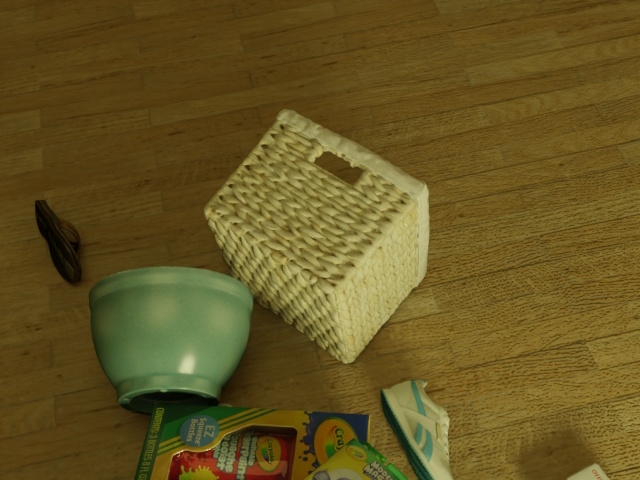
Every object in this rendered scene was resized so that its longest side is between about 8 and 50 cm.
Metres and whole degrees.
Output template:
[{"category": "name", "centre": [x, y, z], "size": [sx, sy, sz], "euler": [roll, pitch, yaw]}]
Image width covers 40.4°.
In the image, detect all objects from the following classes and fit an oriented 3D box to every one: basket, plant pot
[{"category": "basket", "centre": [0.000, 0.000, 1.612], "size": [0.328, 0.331, 0.266], "euler": [32, 69, 22]}, {"category": "plant pot", "centre": [-0.262, 0.193, 1.523], "size": [0.292, 0.293, 0.196], "euler": [-4, 64, 1]}]

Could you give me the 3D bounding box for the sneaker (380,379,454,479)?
[{"category": "sneaker", "centre": [0.188, 0.342, 1.506], "size": [0.092, 0.087, 0.229], "euler": [-19, 59, -12]}]

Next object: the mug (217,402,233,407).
[{"category": "mug", "centre": [-0.177, 0.326, 1.548], "size": [0.062, 0.064, 0.078], "euler": [37, 65, 24]}]

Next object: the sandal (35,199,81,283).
[{"category": "sandal", "centre": [-0.532, -0.006, 1.796], "size": [0.060, 0.090, 0.219], "euler": [-13, 46, -32]}]

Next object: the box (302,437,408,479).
[{"category": "box", "centre": [0.040, 0.374, 1.297], "size": [0.179, 0.043, 0.105], "euler": [-32, 55, -33]}]

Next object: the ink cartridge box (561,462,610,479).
[{"category": "ink cartridge box", "centre": [0.431, 0.440, 1.446], "size": [0.122, 0.052, 0.089], "euler": [-24, 58, -12]}]

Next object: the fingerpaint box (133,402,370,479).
[{"category": "fingerpaint box", "centre": [-0.114, 0.480, 1.333], "size": [0.370, 0.163, 0.445], "euler": [3, 44, 5]}]
